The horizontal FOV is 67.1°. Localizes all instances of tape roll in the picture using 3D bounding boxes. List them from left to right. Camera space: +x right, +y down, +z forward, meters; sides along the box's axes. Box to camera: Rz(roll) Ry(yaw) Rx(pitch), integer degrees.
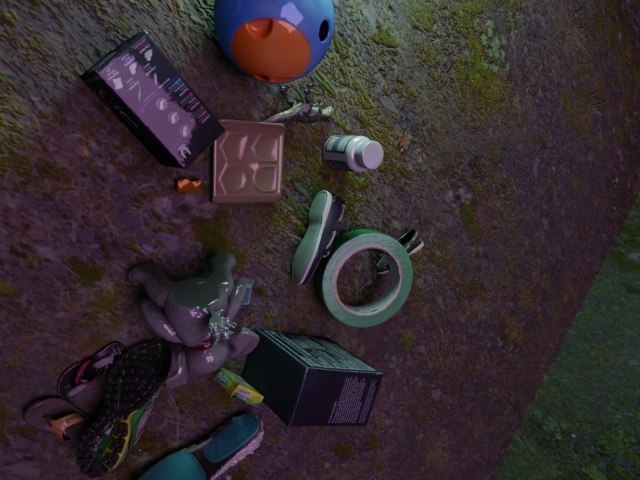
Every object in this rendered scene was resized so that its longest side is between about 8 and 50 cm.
[{"bbox_3d":[0.146,0.124,1.590,0.322,0.077,0.321,-4,104,-17],"label":"tape roll"}]

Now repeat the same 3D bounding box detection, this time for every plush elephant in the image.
[{"bbox_3d":[-0.306,0.219,1.223,0.272,0.330,0.255,-11,128,-30],"label":"plush elephant"}]

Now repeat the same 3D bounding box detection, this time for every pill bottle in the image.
[{"bbox_3d":[0.099,-0.260,1.448,0.108,0.180,0.107,-10,108,-34],"label":"pill bottle"}]

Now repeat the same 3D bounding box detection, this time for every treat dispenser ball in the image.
[{"bbox_3d":[-0.110,-0.528,1.161,0.288,0.288,0.288,-10,107,-34],"label":"treat dispenser ball"}]

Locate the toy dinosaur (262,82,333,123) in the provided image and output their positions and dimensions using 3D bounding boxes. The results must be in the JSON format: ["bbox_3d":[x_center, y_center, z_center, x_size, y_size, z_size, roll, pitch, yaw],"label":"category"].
[{"bbox_3d":[-0.061,-0.386,1.379,0.268,0.064,0.118,-15,116,-29],"label":"toy dinosaur"}]

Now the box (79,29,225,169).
[{"bbox_3d":[-0.378,-0.309,1.099,0.143,0.165,0.270,-49,124,-16],"label":"box"}]

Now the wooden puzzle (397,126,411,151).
[{"bbox_3d":[0.292,-0.348,1.676,0.049,0.006,0.083,25,86,-37],"label":"wooden puzzle"}]

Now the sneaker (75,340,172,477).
[{"bbox_3d":[-0.494,0.419,1.241,0.134,0.146,0.343,25,71,4],"label":"sneaker"}]

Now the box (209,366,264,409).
[{"bbox_3d":[-0.237,0.418,1.375,0.105,0.179,0.043,41,77,-36],"label":"box"}]

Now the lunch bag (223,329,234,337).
[{"bbox_3d":[-0.297,0.283,1.378,0.083,0.053,0.071,22,89,-12],"label":"lunch bag"}]

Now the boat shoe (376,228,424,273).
[{"bbox_3d":[0.274,0.038,1.718,0.228,0.081,0.068,-35,113,-29],"label":"boat shoe"}]

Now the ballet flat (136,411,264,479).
[{"bbox_3d":[-0.337,0.660,1.402,0.409,0.147,0.146,-23,114,-30],"label":"ballet flat"}]

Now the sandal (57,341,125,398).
[{"bbox_3d":[-0.567,0.320,1.196,0.179,0.040,0.067,-39,119,-23],"label":"sandal"}]

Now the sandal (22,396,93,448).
[{"bbox_3d":[-0.619,0.461,1.183,0.090,0.060,0.219,-44,123,-19],"label":"sandal"}]

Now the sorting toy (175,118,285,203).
[{"bbox_3d":[-0.240,-0.212,1.308,0.307,0.041,0.228,-5,109,-35],"label":"sorting toy"}]

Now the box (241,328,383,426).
[{"bbox_3d":[-0.033,0.410,1.450,0.294,0.296,0.182,17,92,-37],"label":"box"}]

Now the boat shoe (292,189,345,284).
[{"bbox_3d":[0.000,0.000,1.485,0.091,0.114,0.302,21,90,-32],"label":"boat shoe"}]

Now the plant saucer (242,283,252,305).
[{"bbox_3d":[-0.282,0.158,1.380,0.192,0.018,0.067,4,99,-38],"label":"plant saucer"}]
